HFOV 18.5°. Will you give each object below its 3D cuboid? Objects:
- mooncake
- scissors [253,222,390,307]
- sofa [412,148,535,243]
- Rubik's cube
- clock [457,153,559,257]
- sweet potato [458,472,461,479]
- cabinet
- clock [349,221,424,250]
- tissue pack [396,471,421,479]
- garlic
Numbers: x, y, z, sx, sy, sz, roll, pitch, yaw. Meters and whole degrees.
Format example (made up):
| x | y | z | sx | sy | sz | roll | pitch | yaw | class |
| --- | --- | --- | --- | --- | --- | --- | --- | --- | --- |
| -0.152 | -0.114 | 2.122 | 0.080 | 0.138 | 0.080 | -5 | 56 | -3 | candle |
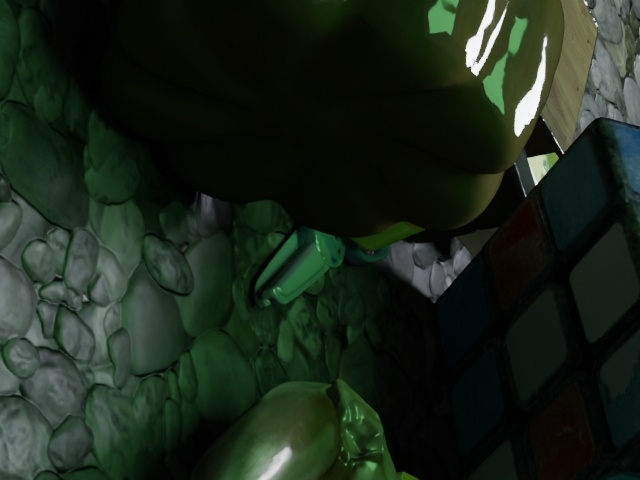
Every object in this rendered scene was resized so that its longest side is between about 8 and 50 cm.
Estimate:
| x | y | z | sx | sy | sz | roll | pitch | yaw | class |
| --- | --- | --- | --- | --- | --- | --- | --- | --- | --- |
| 0.007 | -0.158 | 1.615 | 0.378 | 0.378 | 0.201 | 47 | 53 | -43 | mooncake |
| 0.000 | 0.000 | 1.877 | 0.256 | 0.030 | 0.125 | -46 | 118 | -56 | scissors |
| 0.146 | -0.045 | 2.020 | 0.060 | 0.147 | 0.085 | -35 | 110 | -61 | sofa |
| 0.349 | 0.135 | 1.945 | 0.362 | 0.359 | 0.363 | 10 | 47 | -26 | Rubik's cube |
| 0.269 | 0.000 | 2.259 | 0.379 | 0.120 | 0.276 | 48 | 39 | -35 | clock |
| 0.182 | 0.317 | 2.067 | 0.056 | 0.056 | 0.195 | -42 | 112 | -56 | sweet potato |
| 0.178 | -0.185 | 2.091 | 0.148 | 0.174 | 0.215 | 56 | 37 | -34 | cabinet |
| 0.051 | -0.105 | 1.899 | 0.143 | 0.096 | 0.202 | 41 | 40 | -36 | clock |
| 0.094 | 0.292 | 1.914 | 0.176 | 0.062 | 0.095 | 32 | 56 | -52 | tissue pack |
| -0.024 | 0.268 | 1.650 | 0.279 | 0.132 | 0.325 | 65 | 31 | -15 | garlic |
